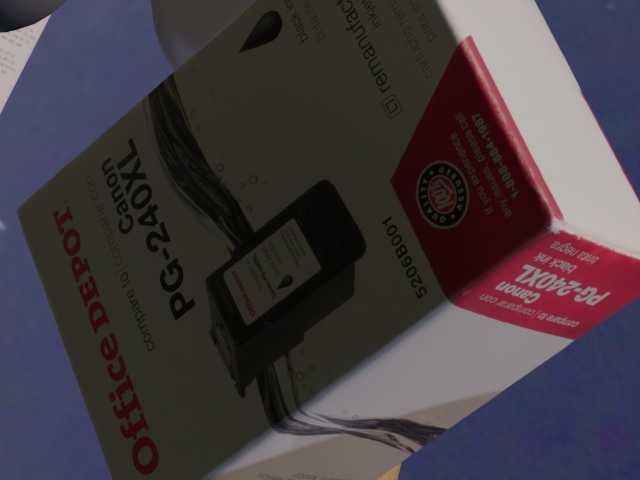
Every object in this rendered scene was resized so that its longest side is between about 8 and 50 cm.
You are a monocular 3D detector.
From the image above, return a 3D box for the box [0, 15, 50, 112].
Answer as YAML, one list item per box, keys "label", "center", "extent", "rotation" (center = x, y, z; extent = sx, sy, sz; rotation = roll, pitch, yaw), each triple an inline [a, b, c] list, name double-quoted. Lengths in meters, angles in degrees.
- label: "box"
  center: [-0.274, -0.135, 1.097]
  extent: [0.232, 0.058, 0.322]
  rotation: [28, -89, 28]

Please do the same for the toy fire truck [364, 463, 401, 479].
- label: "toy fire truck"
  center: [-0.074, 0.150, 0.554]
  extent: [0.246, 0.158, 0.217]
  rotation: [-27, -164, -23]

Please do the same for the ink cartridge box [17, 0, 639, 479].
- label: "ink cartridge box"
  center: [0.000, 0.000, 0.502]
  extent: [0.150, 0.063, 0.109]
  rotation: [-38, -120, 26]

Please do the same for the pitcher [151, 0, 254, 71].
- label: "pitcher"
  center: [0.014, -0.143, 0.648]
  extent: [0.207, 0.125, 0.178]
  rotation: [-40, -103, 45]

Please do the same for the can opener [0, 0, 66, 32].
- label: "can opener"
  center: [-0.116, -0.142, 0.380]
  extent: [0.283, 0.076, 0.095]
  rotation: [54, -38, 19]
